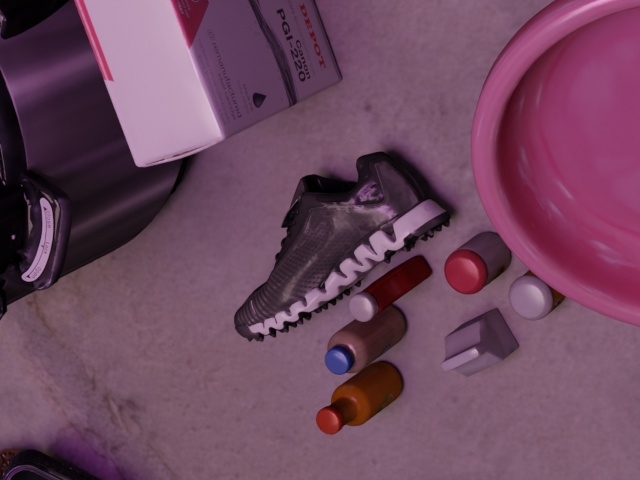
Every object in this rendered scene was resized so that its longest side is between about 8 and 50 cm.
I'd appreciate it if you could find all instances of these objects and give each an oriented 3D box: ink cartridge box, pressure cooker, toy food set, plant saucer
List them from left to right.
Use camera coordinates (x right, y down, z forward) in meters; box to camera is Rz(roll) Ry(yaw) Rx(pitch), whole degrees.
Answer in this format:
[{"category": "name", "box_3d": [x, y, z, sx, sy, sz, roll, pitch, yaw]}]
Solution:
[{"category": "pressure cooker", "box_3d": [-0.345, -0.098, 1.622, 0.370, 0.420, 0.375, -22, 95, 36]}, {"category": "ink cartridge box", "box_3d": [-0.088, -0.167, 1.564, 0.092, 0.218, 0.158, -15, 99, 29]}, {"category": "toy food set", "box_3d": [0.086, 0.076, 1.617, 0.232, 0.104, 0.111, -28, 92, 35]}, {"category": "plant saucer", "box_3d": [0.279, -0.074, 1.399, 0.332, 0.084, 0.332, 8, 133, 9]}]

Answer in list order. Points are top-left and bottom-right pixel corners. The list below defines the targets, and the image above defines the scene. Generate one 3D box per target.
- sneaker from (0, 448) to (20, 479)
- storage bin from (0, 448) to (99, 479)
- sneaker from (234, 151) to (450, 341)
[{"category": "sneaker", "box_3d": [-0.304, 0.305, 1.972, 0.086, 0.064, 0.192, -17, 102, 48]}, {"category": "storage bin", "box_3d": [-0.284, 0.311, 1.880, 0.122, 0.084, 0.180, 27, 91, -7]}, {"category": "sneaker", "box_3d": [0.000, 0.000, 1.663, 0.234, 0.078, 0.106, -36, 85, 32]}]
